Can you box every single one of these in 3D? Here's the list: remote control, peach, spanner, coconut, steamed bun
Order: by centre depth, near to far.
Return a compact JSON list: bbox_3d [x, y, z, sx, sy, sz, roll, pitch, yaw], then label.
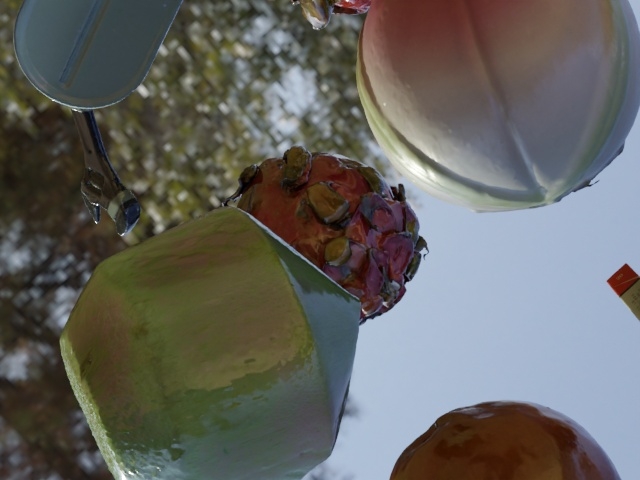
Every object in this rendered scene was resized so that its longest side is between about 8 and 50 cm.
[{"bbox_3d":[-0.136,-0.207,1.054,0.247,0.104,0.052,-60,-171,22],"label":"remote control"},{"bbox_3d":[-0.076,0.085,1.157,0.236,0.204,0.236,-10,-154,5],"label":"coconut"},{"bbox_3d":[0.168,-0.202,1.504,0.309,0.309,0.309,-36,-163,13],"label":"steamed bun"},{"bbox_3d":[-0.276,-0.153,1.684,0.024,0.315,0.087,-30,-159,-36],"label":"spanner"},{"bbox_3d":[0.249,0.369,2.069,0.343,0.301,0.343,-37,175,-4],"label":"peach"}]

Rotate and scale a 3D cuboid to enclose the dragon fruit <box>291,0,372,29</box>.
[{"bbox_3d":[0.013,-0.309,1.675,0.205,0.152,0.317,-39,-140,-24],"label":"dragon fruit"}]

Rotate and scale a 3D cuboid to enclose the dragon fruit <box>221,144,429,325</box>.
[{"bbox_3d":[0.000,0.000,2.015,0.250,0.269,0.291,-54,-160,6],"label":"dragon fruit"}]

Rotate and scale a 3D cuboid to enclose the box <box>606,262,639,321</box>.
[{"bbox_3d":[0.461,0.105,2.044,0.048,0.100,0.152,-40,-151,9],"label":"box"}]
